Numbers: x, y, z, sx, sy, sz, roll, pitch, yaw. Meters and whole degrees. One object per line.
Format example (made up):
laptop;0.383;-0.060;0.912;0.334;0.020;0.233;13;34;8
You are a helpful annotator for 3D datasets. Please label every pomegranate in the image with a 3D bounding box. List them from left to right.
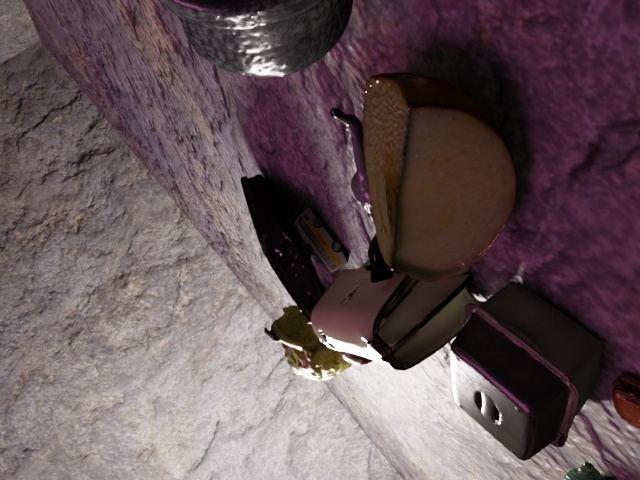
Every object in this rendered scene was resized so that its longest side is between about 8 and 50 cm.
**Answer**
pomegranate;0.124;0.287;1.918;0.129;0.159;0.129;34;-157;-16

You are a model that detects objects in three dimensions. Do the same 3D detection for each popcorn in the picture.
popcorn;-0.015;0.307;2.083;0.293;0.237;0.293;41;162;17

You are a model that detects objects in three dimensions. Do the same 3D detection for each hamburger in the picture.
hamburger;0.470;0.242;0.989;0.076;0.044;0.083;28;154;49

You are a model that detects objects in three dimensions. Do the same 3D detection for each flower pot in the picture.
flower pot;-0.067;-0.363;0.763;0.299;0.299;0.283;47;176;15

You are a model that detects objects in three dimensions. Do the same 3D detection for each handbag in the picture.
handbag;0.133;0.131;1.311;0.160;0.237;0.358;52;164;-9

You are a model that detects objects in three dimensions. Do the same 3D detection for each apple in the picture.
apple;0.142;-0.094;0.911;0.254;0.179;0.346;22;145;22

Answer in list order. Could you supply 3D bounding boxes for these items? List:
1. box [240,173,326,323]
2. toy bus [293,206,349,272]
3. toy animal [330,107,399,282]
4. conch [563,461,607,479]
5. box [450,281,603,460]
box;-0.091;0.016;1.777;0.359;0.091;0.350;62;-178;-36
toy bus;0.000;0.000;1.677;0.172;0.072;0.057;53;168;-3
toy animal;0.098;-0.089;1.148;0.195;0.090;0.324;-55;-47;-65
conch;0.533;0.535;1.313;0.196;0.134;0.202;-4;128;20
box;0.331;0.223;1.102;0.220;0.166;0.290;39;161;33
